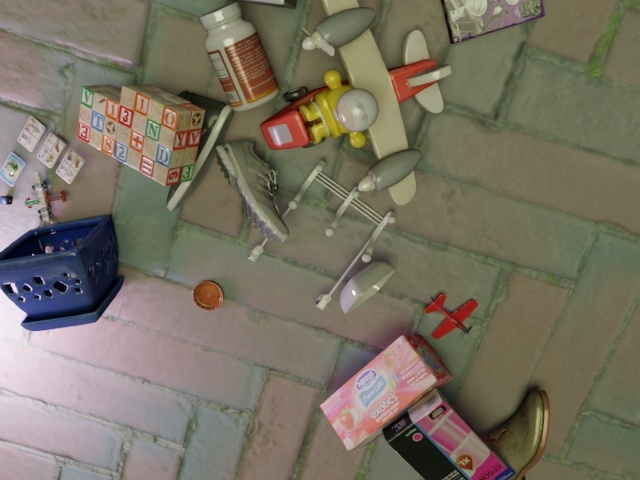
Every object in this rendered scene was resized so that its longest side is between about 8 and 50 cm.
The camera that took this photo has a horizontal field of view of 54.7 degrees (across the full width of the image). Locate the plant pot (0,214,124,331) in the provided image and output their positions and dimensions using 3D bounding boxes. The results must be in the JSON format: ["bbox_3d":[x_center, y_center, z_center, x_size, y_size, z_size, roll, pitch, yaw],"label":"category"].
[{"bbox_3d":[-0.633,0.088,1.536,0.235,0.236,0.212,-9,112,6],"label":"plant pot"}]

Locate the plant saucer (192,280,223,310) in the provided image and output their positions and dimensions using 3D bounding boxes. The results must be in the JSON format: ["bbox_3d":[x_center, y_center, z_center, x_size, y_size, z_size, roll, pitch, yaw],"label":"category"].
[{"bbox_3d":[-0.297,0.145,1.641,0.083,0.013,0.084,1,109,4],"label":"plant saucer"}]

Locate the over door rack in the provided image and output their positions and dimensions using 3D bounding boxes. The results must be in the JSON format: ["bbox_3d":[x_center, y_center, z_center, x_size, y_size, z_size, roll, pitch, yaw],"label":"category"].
[{"bbox_3d":[0.000,0.000,1.525,0.239,0.108,0.324,36,107,-7],"label":"over door rack"}]

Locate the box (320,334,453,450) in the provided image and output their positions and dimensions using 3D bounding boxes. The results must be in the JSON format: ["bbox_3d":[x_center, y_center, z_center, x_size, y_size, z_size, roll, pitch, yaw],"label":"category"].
[{"bbox_3d":[0.169,0.388,1.588,0.300,0.154,0.142,-44,65,16],"label":"box"}]

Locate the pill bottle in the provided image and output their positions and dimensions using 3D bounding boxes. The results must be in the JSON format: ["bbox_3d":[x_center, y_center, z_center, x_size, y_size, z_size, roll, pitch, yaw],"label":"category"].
[{"bbox_3d":[-0.183,-0.409,1.382,0.121,0.121,0.216,-18,116,9],"label":"pill bottle"}]

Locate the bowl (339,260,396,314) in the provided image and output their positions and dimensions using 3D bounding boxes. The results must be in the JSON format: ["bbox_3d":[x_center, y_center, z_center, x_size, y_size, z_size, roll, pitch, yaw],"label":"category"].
[{"bbox_3d":[0.107,0.111,1.528,0.053,0.142,0.142,47,150,13],"label":"bowl"}]

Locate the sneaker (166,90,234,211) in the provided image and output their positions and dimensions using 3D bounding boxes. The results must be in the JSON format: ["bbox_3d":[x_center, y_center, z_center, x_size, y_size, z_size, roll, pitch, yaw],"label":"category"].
[{"bbox_3d":[-0.334,-0.223,1.484,0.146,0.104,0.296,29,104,-1],"label":"sneaker"}]

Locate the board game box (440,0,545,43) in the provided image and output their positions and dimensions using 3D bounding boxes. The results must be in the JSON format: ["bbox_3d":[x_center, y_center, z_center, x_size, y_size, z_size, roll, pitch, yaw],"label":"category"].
[{"bbox_3d":[0.344,-0.625,1.332,0.208,0.056,0.347,-17,106,5],"label":"board game box"}]

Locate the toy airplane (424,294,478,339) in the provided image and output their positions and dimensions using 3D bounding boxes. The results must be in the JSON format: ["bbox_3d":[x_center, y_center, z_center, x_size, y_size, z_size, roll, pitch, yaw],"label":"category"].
[{"bbox_3d":[0.333,0.192,1.603,0.151,0.028,0.151,1,109,4],"label":"toy airplane"}]

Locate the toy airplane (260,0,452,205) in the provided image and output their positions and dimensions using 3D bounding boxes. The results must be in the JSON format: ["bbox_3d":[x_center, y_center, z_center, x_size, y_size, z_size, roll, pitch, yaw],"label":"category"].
[{"bbox_3d":[0.102,-0.300,1.332,0.386,0.272,0.384,24,110,-7],"label":"toy airplane"}]

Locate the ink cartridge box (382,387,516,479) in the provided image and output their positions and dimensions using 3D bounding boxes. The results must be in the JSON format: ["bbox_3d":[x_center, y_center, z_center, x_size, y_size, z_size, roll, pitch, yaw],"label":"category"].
[{"bbox_3d":[0.335,0.547,1.555,0.175,0.069,0.371,-40,111,8],"label":"ink cartridge box"}]

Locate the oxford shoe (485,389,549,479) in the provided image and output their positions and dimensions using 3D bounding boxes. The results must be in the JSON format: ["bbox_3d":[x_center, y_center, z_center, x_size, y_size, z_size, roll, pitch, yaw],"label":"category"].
[{"bbox_3d":[0.509,0.546,1.657,0.130,0.123,0.348,15,108,1],"label":"oxford shoe"}]

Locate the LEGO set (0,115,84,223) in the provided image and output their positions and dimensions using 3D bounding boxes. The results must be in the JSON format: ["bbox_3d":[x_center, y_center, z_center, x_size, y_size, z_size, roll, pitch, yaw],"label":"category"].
[{"bbox_3d":[-0.709,-0.162,1.567,0.182,0.060,0.244,38,105,4],"label":"LEGO set"}]

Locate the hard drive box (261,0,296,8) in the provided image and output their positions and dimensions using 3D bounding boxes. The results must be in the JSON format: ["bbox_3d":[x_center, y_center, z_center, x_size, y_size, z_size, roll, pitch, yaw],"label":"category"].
[{"bbox_3d":[-0.146,-0.546,1.293,0.181,0.232,0.089,8,108,2],"label":"hard drive box"}]

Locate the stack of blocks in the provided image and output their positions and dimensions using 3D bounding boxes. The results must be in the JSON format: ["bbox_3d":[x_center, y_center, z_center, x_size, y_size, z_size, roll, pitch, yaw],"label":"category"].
[{"bbox_3d":[-0.414,-0.264,1.407,0.297,0.087,0.171,27,116,23],"label":"stack of blocks"}]

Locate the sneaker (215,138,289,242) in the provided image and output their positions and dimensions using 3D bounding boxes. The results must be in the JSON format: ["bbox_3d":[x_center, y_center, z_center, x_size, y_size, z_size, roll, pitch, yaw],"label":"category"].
[{"bbox_3d":[-0.138,-0.127,1.450,0.115,0.105,0.281,-27,78,-16],"label":"sneaker"}]
